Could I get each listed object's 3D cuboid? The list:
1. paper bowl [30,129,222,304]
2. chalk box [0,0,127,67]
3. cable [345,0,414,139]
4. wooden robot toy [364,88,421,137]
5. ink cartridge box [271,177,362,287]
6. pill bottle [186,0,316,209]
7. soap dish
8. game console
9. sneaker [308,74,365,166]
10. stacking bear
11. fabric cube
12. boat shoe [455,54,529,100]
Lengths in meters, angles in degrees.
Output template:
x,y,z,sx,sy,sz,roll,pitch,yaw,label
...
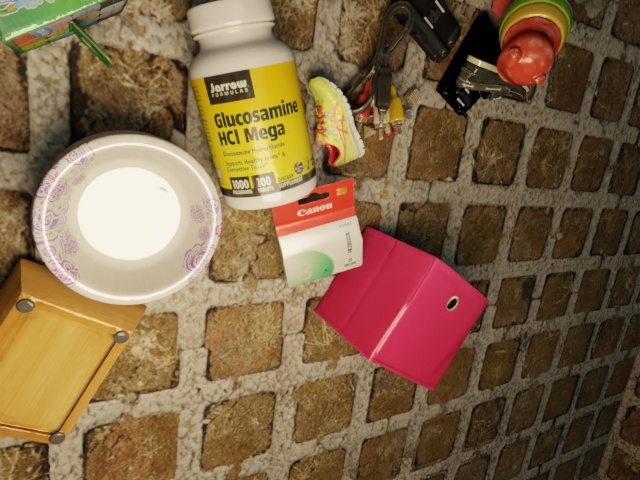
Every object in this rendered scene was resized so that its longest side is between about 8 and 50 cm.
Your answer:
x,y,z,sx,sy,sz,roll,pitch,yaw,label
-0.326,-0.045,0.733,0.284,0.148,0.285,-9,109,-27,paper bowl
-0.389,-0.371,0.572,0.179,0.180,0.289,-34,118,-17,chalk box
0.128,-0.372,0.931,0.139,0.072,0.288,6,89,3,cable
0.183,-0.289,0.990,0.173,0.079,0.076,-37,120,-14,wooden robot toy
-0.001,-0.010,0.897,0.180,0.056,0.225,-16,138,-10,ink cartridge box
-0.123,-0.239,0.763,0.187,0.188,0.334,-22,115,-23,pill bottle
-0.483,0.207,0.742,0.228,0.118,0.291,33,89,-34,soap dish
0.313,-0.488,1.024,0.361,0.044,0.213,32,87,-34,game console
0.020,-0.248,0.909,0.094,0.081,0.209,-36,119,-10,sneaker
0.479,-0.464,0.967,0.175,0.164,0.289,38,57,-21,stacking bear
0.193,0.160,1.034,0.254,0.259,0.258,35,87,-35,fabric cube
0.431,-0.391,1.060,0.233,0.084,0.079,4,122,-34,boat shoe
